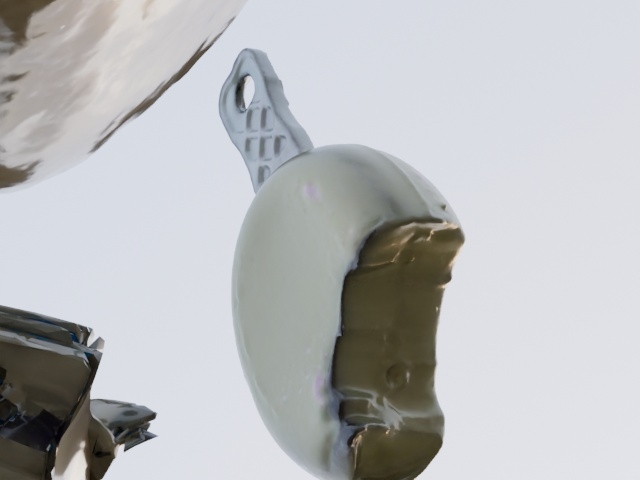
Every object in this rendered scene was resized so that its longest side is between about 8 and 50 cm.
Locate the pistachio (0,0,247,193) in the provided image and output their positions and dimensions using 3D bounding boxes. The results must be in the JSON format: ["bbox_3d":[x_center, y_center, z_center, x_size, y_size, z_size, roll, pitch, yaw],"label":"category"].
[{"bbox_3d":[-0.075,-0.069,0.419,0.126,0.185,0.108,4,-98,4],"label":"pistachio"}]

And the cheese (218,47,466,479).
[{"bbox_3d":[-0.009,0.013,0.993,0.071,0.249,0.163,3,-66,-32],"label":"cheese"}]

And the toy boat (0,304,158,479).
[{"bbox_3d":[-0.154,0.041,0.564,0.210,0.066,0.084,17,-47,15],"label":"toy boat"}]
